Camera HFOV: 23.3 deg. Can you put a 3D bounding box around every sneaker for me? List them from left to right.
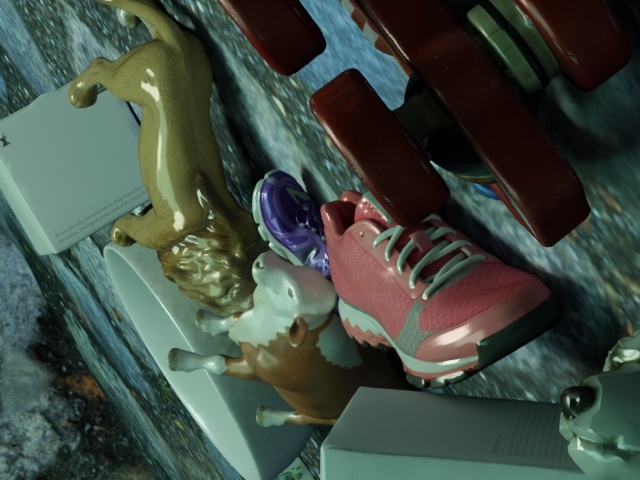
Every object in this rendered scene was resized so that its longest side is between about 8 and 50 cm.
[{"bbox_3d":[0.000,0.000,1.523,0.071,0.068,0.170,-10,120,55],"label":"sneaker"},{"bbox_3d":[0.073,0.025,1.250,0.136,0.116,0.314,65,162,-15],"label":"sneaker"}]

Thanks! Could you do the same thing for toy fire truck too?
[{"bbox_3d":[0.072,-0.122,0.986,0.302,0.169,0.254,53,-174,17],"label":"toy fire truck"}]

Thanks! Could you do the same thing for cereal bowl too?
[{"bbox_3d":[-0.110,0.115,1.841,0.339,0.141,0.339,51,163,22],"label":"cereal bowl"}]

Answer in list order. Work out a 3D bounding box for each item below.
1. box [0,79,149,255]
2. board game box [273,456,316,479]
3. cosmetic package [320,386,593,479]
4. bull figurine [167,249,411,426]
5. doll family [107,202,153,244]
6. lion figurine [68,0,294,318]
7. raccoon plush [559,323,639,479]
[{"bbox_3d":[-0.318,-0.100,1.986,0.182,0.181,0.119,61,163,-8],"label":"box"},{"bbox_3d":[0.002,0.476,2.232,0.303,0.097,0.224,52,162,15],"label":"board game box"},{"bbox_3d":[0.120,0.240,1.146,0.138,0.225,0.224,-49,-39,-71],"label":"cosmetic package"},{"bbox_3d":[-0.025,0.111,1.507,0.188,0.101,0.310,-1,152,28],"label":"bull figurine"},{"bbox_3d":[-0.232,0.005,2.045,0.076,0.111,0.193,47,159,31],"label":"doll family"},{"bbox_3d":[-0.144,-0.094,1.608,0.240,0.142,0.392,13,129,56],"label":"lion figurine"},{"bbox_3d":[0.309,0.212,0.922,0.446,0.299,0.216,34,150,-32],"label":"raccoon plush"}]
